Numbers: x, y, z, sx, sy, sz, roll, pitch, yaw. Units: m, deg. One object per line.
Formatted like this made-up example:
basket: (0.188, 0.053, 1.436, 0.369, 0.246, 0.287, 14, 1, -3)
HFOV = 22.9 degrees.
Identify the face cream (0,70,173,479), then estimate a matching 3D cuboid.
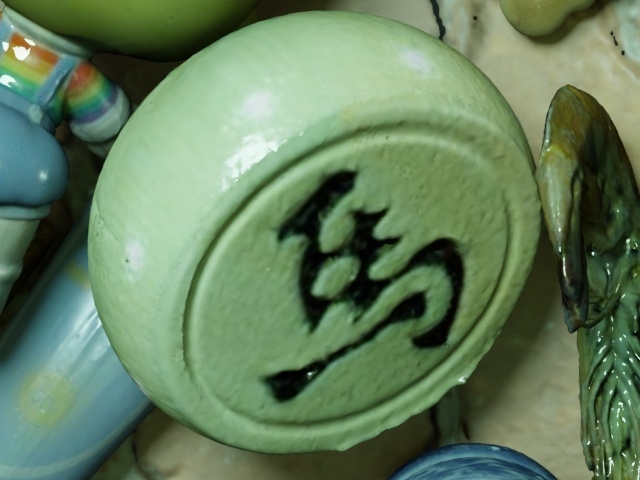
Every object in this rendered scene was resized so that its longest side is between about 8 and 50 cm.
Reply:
face cream: (-0.156, 0.090, 0.947, 0.135, 0.086, 0.385, 39, 95, 6)

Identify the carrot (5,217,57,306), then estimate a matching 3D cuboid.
carrot: (-0.220, 0.050, 0.964, 0.042, 0.042, 0.171, 40, 100, -2)

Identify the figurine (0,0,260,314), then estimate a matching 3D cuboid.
figurine: (-0.126, -0.118, 0.829, 0.224, 0.205, 0.382, 15, 99, 2)

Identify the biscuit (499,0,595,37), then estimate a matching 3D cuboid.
biscuit: (0.201, -0.279, 0.881, 0.325, 0.044, 0.217, -29, 97, 8)

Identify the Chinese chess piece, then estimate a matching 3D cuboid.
Chinese chess piece: (0.000, 0.000, 0.850, 0.250, 0.101, 0.250, -16, 130, -20)

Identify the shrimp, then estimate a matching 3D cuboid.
shrimp: (0.153, 0.059, 0.849, 0.058, 0.169, 0.296, -10, 77, 25)

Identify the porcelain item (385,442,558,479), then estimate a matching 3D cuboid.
porcelain item: (0.091, 0.197, 0.925, 0.147, 0.114, 0.147, 0, 98, 3)
